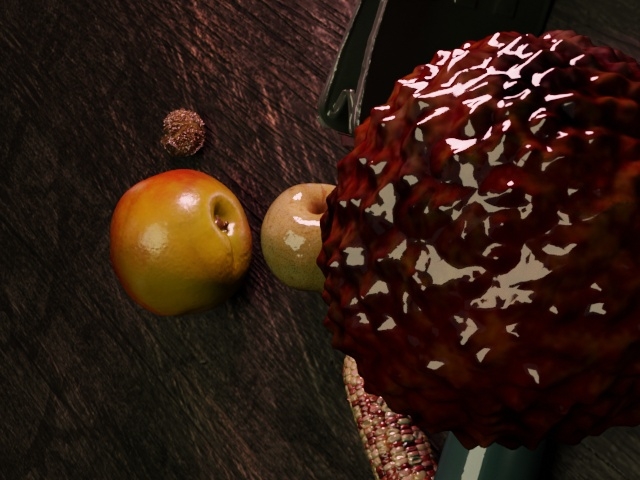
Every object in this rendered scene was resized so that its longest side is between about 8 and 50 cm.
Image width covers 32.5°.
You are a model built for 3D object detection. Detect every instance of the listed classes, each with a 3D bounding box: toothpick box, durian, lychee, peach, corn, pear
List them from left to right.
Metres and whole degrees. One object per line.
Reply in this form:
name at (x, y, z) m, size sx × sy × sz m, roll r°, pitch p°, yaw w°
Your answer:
peach at (-0.215, 0.005, 1.689) m, size 0.231 × 0.231 × 0.231 m, roll -3°, pitch 85°, yaw 46°
durian at (-0.230, -0.177, 1.807) m, size 0.091 × 0.080 × 0.080 m, roll 4°, pitch 91°, yaw 49°
pear at (0.000, 0.000, 1.500) m, size 0.167 × 0.167 × 0.136 m, roll 36°, pitch 130°, yaw 41°
corn at (0.090, 0.248, 1.440) m, size 0.086 × 0.086 × 0.253 m, roll -43°, pitch 58°, yaw 36°
toothpick box at (0.207, 0.238, 1.294) m, size 0.120 × 0.120 × 0.184 m, roll 19°, pitch 99°, yaw 45°
lychee at (0.227, -0.017, 1.082) m, size 0.500 × 0.424 × 0.424 m, roll -39°, pitch 59°, yaw 18°

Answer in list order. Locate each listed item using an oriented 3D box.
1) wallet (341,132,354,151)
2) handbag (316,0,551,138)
wallet at (0.105, -0.220, 1.478) m, size 0.182 × 0.049 × 0.229 m, roll 19°, pitch 103°, yaw 42°
handbag at (0.140, -0.227, 1.296) m, size 0.079 × 0.247 × 0.260 m, roll 35°, pitch 114°, yaw 48°
